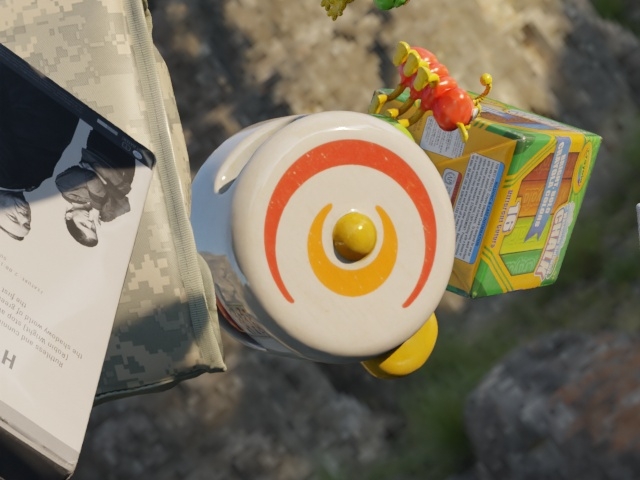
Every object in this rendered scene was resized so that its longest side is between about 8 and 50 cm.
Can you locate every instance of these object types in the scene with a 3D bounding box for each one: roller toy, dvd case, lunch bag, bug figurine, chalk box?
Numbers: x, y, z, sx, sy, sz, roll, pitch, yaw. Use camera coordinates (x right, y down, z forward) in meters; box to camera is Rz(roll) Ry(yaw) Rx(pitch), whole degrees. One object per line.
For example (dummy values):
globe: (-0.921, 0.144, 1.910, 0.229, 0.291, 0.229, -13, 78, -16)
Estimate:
roller toy: (0.000, 0.000, 1.355, 0.191, 0.209, 0.146, 4, -1, -24)
dvd case: (-0.158, -0.021, 0.724, 0.029, 0.179, 0.239, -44, 20, 26)
lunch bag: (-0.201, -0.017, 1.179, 0.235, 0.287, 0.169, -11, -8, -3)
bug figurine: (0.095, -0.219, 1.415, 0.072, 0.216, 0.279, -22, -25, -34)
chalk box: (0.176, -0.056, 1.901, 0.289, 0.179, 0.180, -7, -64, -59)

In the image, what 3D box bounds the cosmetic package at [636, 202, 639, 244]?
cosmetic package: (0.250, 0.070, 0.890, 0.085, 0.117, 0.231, -21, 37, -11)
